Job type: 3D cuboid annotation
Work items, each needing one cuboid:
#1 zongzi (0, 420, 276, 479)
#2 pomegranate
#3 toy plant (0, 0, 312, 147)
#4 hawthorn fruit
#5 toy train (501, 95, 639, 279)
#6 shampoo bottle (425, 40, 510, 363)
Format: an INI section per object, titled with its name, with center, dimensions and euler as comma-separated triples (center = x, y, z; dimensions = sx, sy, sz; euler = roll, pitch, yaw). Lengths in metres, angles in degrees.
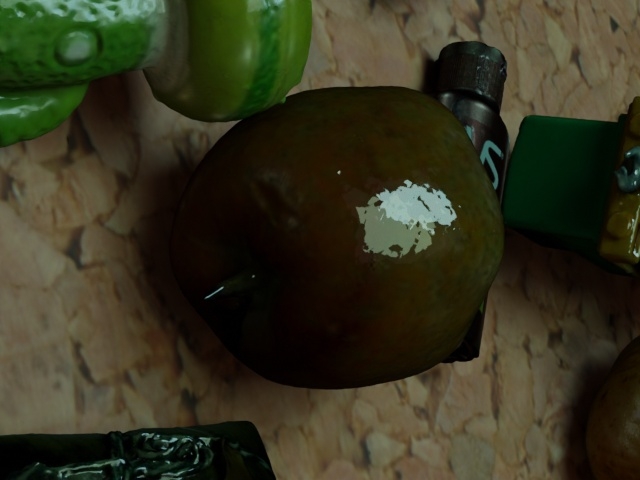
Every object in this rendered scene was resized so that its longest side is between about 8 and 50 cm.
[zongzi]
center = -0.130, 0.345, 1.471
dimensions = 0.319, 0.362, 0.383
euler = 5, 37, -43
[pomegranate]
center = 0.394, 0.202, 1.995
dimensions = 0.248, 0.248, 0.248
euler = 15, 69, -42
[toy plant]
center = -0.177, -0.179, 1.501
dimensions = 0.316, 0.224, 0.184
euler = -10, 42, -27
[hawthorn fruit]
center = 0.000, 0.000, 1.632
dimensions = 0.301, 0.268, 0.267
euler = -14, 89, -43
[toy train]
center = 0.354, -0.027, 1.991
dimensions = 0.429, 0.249, 0.178
euler = 26, 75, -58
[shampoo bottle]
center = 0.133, -0.046, 1.895
dimensions = 0.129, 0.084, 0.323
euler = 35, 56, -38
